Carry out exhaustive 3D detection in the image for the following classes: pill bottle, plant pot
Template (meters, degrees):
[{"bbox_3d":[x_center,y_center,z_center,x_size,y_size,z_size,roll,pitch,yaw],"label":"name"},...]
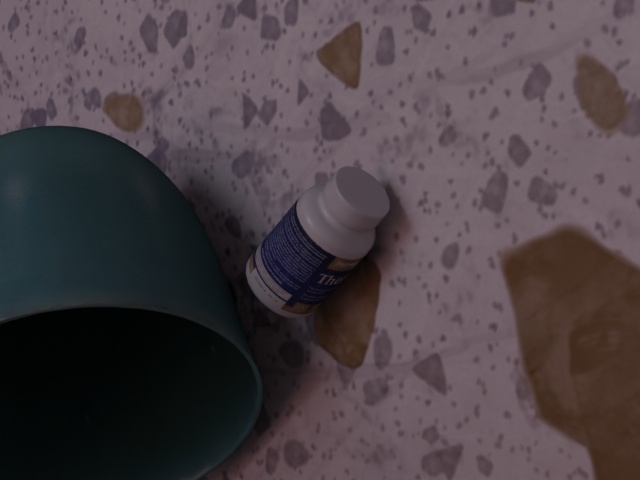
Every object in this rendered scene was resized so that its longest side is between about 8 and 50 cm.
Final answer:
[{"bbox_3d":[0.000,0.000,1.377,0.120,0.067,0.067,-49,56,37],"label":"pill bottle"},{"bbox_3d":[-0.210,0.052,1.467,0.293,0.293,0.235,-50,39,36],"label":"plant pot"}]
